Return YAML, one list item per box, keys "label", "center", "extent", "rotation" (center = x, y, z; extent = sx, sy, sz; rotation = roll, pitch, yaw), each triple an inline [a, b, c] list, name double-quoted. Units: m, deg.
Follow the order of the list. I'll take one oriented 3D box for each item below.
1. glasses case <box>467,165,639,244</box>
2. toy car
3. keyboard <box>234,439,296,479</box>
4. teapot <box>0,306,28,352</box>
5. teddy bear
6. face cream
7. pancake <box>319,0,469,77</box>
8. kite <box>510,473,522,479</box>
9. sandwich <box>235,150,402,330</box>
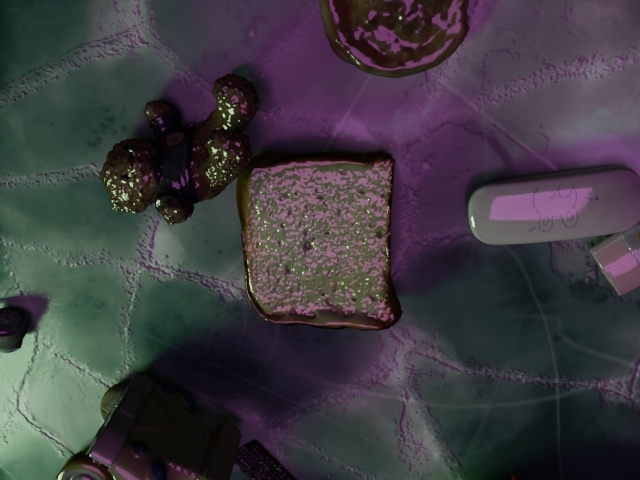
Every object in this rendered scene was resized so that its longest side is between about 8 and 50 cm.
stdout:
- label: "glasses case"
  center: [0.319, -0.046, 1.050]
  extent: [0.233, 0.059, 0.092]
  rotation: [-5, 109, 9]
- label: "toy car"
  center: [-0.299, 0.401, 1.197]
  extent: [0.226, 0.242, 0.336]
  rotation: [28, 109, -7]
- label: "keyboard"
  center: [-0.067, 0.414, 1.289]
  extent: [0.060, 0.018, 0.195]
  rotation: [-39, 102, 15]
- label: "teapot"
  center: [-0.502, 0.141, 1.218]
  extent: [0.088, 0.066, 0.057]
  rotation: [26, 131, 20]
- label: "teddy bear"
  center: [-0.181, -0.107, 1.055]
  extent: [0.251, 0.182, 0.129]
  rotation: [-16, 147, 22]
- label: "face cream"
  center: [0.473, -0.006, 1.049]
  extent: [0.198, 0.057, 0.084]
  rotation: [-34, 95, 16]
- label: "pancake"
  center: [0.097, -0.327, 0.981]
  extent: [0.222, 0.042, 0.236]
  rotation: [24, 112, -5]
- label: "kite"
  center: [0.376, 0.470, 1.265]
  extent: [0.222, 0.008, 0.125]
  rotation: [27, 111, -4]
- label: "sandwich"
  center: [0.000, 0.000, 1.089]
  extent: [0.226, 0.087, 0.251]
  rotation: [-2, 108, 5]
